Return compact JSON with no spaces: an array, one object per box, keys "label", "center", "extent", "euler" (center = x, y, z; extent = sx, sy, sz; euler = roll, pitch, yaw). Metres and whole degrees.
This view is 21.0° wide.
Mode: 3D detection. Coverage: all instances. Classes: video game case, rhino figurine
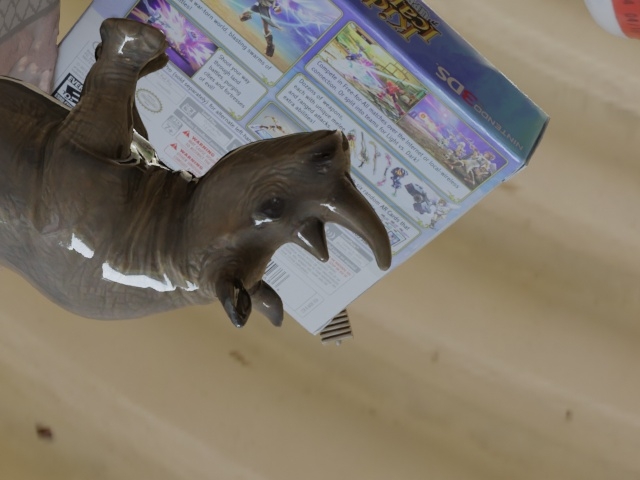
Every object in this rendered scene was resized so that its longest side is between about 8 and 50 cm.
[{"label":"video game case","center":[-0.027,-0.092,1.133],"extent":[0.269,0.244,0.061],"euler":[41,-134,-8]},{"label":"rhino figurine","center":[-0.087,-0.028,0.637],"extent":[0.243,0.073,0.106],"euler":[18,-93,13]}]

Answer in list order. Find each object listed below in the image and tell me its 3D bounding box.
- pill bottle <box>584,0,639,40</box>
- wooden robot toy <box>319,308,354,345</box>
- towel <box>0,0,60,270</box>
[{"label":"pill bottle","center":[0.345,-0.212,1.009],"extent":[0.362,0.210,0.210],"euler":[7,-138,23]},{"label":"wooden robot toy","center":[0.000,0.000,1.446],"extent":[0.076,0.079,0.173],"euler":[2,-96,4]},{"label":"towel","center":[-0.256,-0.049,1.028],"extent":[0.053,0.317,0.332],"euler":[25,-146,14]}]
